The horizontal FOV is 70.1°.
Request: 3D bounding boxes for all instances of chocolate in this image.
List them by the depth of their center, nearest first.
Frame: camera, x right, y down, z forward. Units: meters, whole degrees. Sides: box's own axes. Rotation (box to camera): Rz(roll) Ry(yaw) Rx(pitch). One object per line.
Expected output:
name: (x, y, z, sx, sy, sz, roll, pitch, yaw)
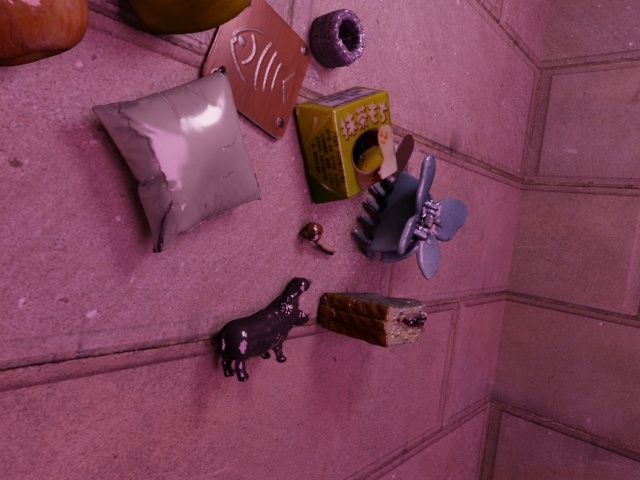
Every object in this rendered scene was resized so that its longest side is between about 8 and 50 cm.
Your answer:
chocolate: (0.091, -0.285, 1.341, 0.301, 0.137, 0.288, -33, 121, -41)

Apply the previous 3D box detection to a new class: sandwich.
sandwich: (0.191, 0.241, 1.465, 0.325, 0.262, 0.131, 9, 89, -49)

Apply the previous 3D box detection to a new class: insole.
insole: (0.274, -0.255, 1.659, 0.111, 0.007, 0.327, 47, 62, -44)

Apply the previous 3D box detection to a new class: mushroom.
mushroom: (0.000, 0.000, 1.369, 0.060, 0.061, 0.187, -55, 147, -8)

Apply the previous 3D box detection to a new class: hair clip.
hair clip: (0.281, -0.071, 1.517, 0.392, 0.238, 0.318, 35, 74, -49)

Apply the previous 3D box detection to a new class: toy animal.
toy animal: (-0.133, 0.234, 1.217, 0.343, 0.106, 0.168, -34, 115, -48)

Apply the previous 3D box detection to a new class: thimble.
thimble: (0.050, -0.561, 1.271, 0.150, 0.098, 0.150, -11, 104, -48)

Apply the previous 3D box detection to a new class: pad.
pad: (-0.147, -0.437, 1.133, 0.284, 0.018, 0.286, 29, 74, -47)

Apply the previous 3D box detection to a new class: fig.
fig: (-0.246, -0.501, 0.846, 0.271, 0.239, 0.239, -54, 137, 3)

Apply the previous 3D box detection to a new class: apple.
apple: (-0.450, -0.355, 0.651, 0.211, 0.211, 0.187, -34, 121, -40)

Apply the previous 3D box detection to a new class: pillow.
pillow: (-0.272, -0.174, 0.960, 0.310, 0.119, 0.312, -34, 121, -36)
